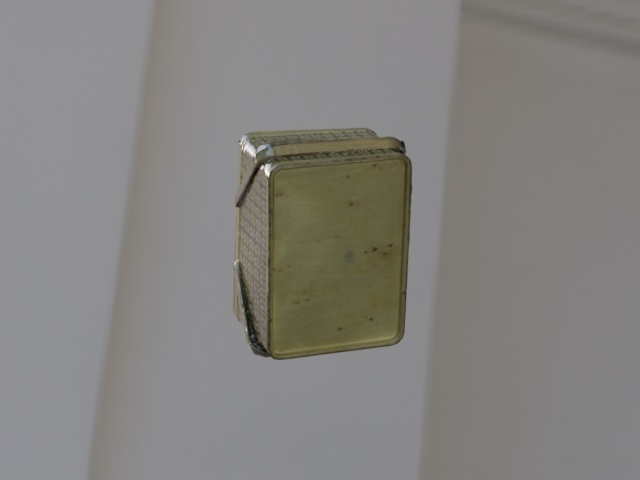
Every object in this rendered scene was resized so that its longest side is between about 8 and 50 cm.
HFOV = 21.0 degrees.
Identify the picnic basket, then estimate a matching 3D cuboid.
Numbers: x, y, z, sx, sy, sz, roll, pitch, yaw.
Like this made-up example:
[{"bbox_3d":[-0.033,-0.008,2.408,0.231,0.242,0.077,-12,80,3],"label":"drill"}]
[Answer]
[{"bbox_3d":[0.000,0.000,1.258,0.115,0.164,0.079,-4,20,-21],"label":"picnic basket"}]
